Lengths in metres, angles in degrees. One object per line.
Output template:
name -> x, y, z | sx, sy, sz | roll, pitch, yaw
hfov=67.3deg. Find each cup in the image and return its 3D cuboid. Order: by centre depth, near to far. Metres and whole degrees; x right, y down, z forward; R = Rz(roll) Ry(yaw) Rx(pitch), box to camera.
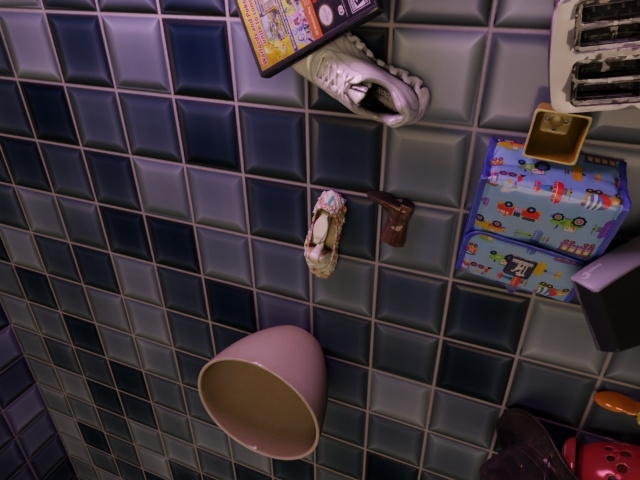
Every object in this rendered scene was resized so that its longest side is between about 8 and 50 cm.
cup -> -0.113, 0.357, 1.248 | 0.331, 0.237, 0.331 | 12, 123, 19

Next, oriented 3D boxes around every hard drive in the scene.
hard drive -> 0.556, 0.070, 0.786 | 0.255, 0.054, 0.172 | -28, 107, 0

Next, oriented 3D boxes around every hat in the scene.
hat -> 0.436, 0.548, 1.042 | 0.134, 0.331, 0.331 | -13, 118, -10

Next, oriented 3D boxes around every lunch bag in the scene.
lunch bag -> 0.380, -0.013, 0.876 | 0.221, 0.138, 0.293 | 15, 136, 16

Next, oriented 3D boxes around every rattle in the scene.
rattle -> 0.671, 0.408, 0.982 | 0.143, 0.130, 0.199 | -20, 119, 34

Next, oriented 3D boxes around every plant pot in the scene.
plant pot -> 0.382, -0.182, 0.778 | 0.081, 0.083, 0.081 | 15, 129, 17
plant pot -> 0.613, 0.527, 1.028 | 0.174, 0.191, 0.191 | -1, 118, 29

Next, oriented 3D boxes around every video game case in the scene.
video game case -> -0.047, -0.457, 0.809 | 0.248, 0.035, 0.274 | -17, 94, 32

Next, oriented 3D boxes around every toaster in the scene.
toaster -> 0.411, -0.280, 0.690 | 0.186, 0.110, 0.168 | 3, 119, 25

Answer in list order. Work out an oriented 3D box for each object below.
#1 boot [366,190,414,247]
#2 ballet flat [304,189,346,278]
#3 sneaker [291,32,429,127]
boot -> 0.137, -0.042, 1.017 | 0.106, 0.037, 0.114 | 23, 131, 15
ballet flat -> 0.000, 0.000, 1.080 | 0.091, 0.077, 0.241 | 17, 125, 15
sneaker -> 0.051, -0.292, 0.856 | 0.292, 0.118, 0.110 | 30, 129, 9
